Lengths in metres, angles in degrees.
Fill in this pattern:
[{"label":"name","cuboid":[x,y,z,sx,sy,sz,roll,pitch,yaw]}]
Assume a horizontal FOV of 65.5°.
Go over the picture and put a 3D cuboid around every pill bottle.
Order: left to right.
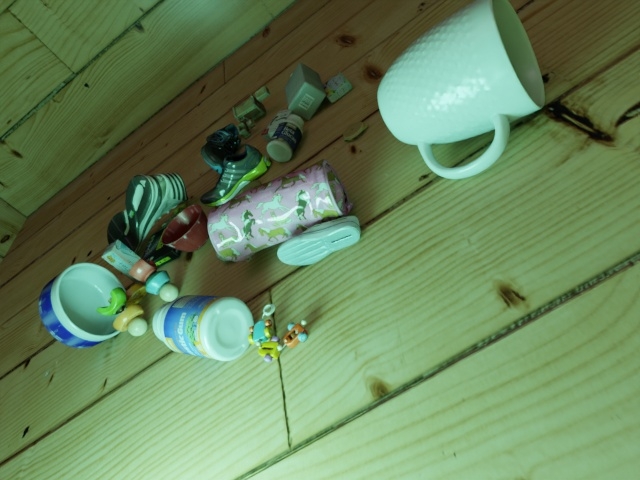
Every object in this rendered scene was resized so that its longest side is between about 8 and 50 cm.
[{"label":"pill bottle","cuboid":[-0.308,0.215,1.260,0.272,0.152,0.152,-5,48,43]},{"label":"pill bottle","cuboid":[-0.119,-0.370,1.783,0.094,0.094,0.169,-9,46,39]}]

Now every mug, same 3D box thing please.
[{"label":"mug","cuboid":[0.320,-0.327,1.172,0.328,0.276,0.374,-20,69,38]}]

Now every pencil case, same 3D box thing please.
[{"label":"pencil case","cuboid":[-0.111,-0.075,1.348,0.386,0.167,0.160,-22,49,17]}]

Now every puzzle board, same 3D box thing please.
[{"label":"puzzle board","cuboid":[-0.597,-0.077,2.013,0.128,0.011,0.096,-49,34,-11]}]

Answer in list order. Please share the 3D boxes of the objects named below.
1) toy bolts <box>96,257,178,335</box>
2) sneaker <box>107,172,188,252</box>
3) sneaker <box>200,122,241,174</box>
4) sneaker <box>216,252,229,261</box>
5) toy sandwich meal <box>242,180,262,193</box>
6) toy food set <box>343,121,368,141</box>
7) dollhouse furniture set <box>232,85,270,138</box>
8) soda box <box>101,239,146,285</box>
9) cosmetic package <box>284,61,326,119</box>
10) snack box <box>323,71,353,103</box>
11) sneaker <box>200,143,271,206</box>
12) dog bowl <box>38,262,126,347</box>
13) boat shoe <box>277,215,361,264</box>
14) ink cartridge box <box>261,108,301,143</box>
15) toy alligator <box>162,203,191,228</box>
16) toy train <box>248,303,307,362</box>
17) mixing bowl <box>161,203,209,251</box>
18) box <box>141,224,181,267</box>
[{"label":"toy bolts","cuboid":[-0.557,0.188,1.609,0.228,0.158,0.218,-51,-7,4]},{"label":"sneaker","cuboid":[-0.667,-0.095,1.995,0.257,0.169,0.447,-22,-22,-53]},{"label":"sneaker","cuboid":[-0.408,-0.393,2.074,0.140,0.125,0.341,-34,34,13]},{"label":"sneaker","cuboid":[-0.237,-0.029,1.519,0.229,0.092,0.087,-41,35,4]},{"label":"toy sandwich meal","cuboid":[-0.238,-0.178,1.749,0.086,0.029,0.085,-17,44,17]},{"label":"toy food set","cuboid":[0.108,-0.350,1.597,0.083,0.020,0.083,8,58,50]},{"label":"dollhouse furniture set","cuboid":[-0.270,-0.543,2.168,0.182,0.101,0.161,-27,61,20]},{"label":"soda box","cuboid":[-0.670,0.082,1.749,0.058,0.183,0.063,-24,36,25]},{"label":"cosmetic package","cuboid":[-0.063,-0.582,1.934,0.127,0.107,0.238,-51,25,29]},{"label":"snack box","cuboid":[0.058,-0.582,1.894,0.100,0.037,0.141,-36,33,8]},{"label":"sneaker","cuboid":[-0.331,-0.242,1.829,0.300,0.121,0.111,-38,33,5]},{"label":"dog bowl","cuboid":[-0.765,0.212,1.627,0.104,0.265,0.265,-28,36,24]},{"label":"boat shoe","cuboid":[0.000,0.000,1.273,0.226,0.083,0.076,-15,29,17]},{"label":"ink cartridge box","cuboid":[-0.153,-0.444,1.935,0.099,0.056,0.135,5,56,49]},{"label":"toy alligator","cuboid":[-0.545,-0.096,1.946,0.190,0.056,0.051,-28,6,30]},{"label":"toy train","cuboid":[-0.094,0.217,1.142,0.125,0.046,0.166,-48,37,-12]},{"label":"mixing bowl","cuboid":[-0.449,-0.028,1.727,0.181,0.098,0.181,-26,37,22]},{"label":"box","cuboid":[-0.581,0.019,1.858,0.184,0.045,0.190,-26,37,26]}]
